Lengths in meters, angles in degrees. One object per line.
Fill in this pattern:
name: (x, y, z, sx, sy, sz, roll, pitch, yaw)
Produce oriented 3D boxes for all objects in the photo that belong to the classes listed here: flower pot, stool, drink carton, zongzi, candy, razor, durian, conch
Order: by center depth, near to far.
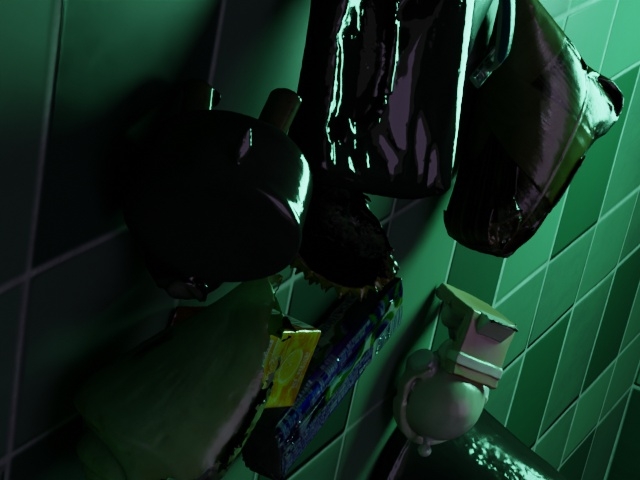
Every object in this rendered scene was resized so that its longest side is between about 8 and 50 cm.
stool: (-0.099, -0.045, 1.397, 0.153, 0.228, 0.139, 35, 48, -26)
conch: (-0.114, 0.146, 1.420, 0.251, 0.137, 0.143, -31, -172, 2)
drink carton: (-0.087, 0.123, 1.636, 0.223, 0.071, 0.096, 8, 104, -67)
durian: (0.001, 0.001, 1.664, 0.119, 0.186, 0.108, -16, 156, -16)
candy: (0.006, 0.153, 1.885, 0.312, 0.061, 0.088, -48, 149, -42)
razor: (0.217, -0.268, 1.898, 0.068, 0.037, 0.191, -51, 158, -33)
zongzi: (0.232, -0.161, 2.052, 0.289, 0.154, 0.317, -57, 136, -16)
flower pot: (0.241, 0.417, 2.417, 0.379, 0.251, 0.379, -47, 148, -42)

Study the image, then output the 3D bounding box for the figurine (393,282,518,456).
figurine: (0.180, 0.190, 2.247, 0.163, 0.141, 0.236, 19, 96, -39)

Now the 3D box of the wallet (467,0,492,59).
wallet: (0.223, -0.406, 1.883, 0.379, 0.046, 0.190, -63, 157, -11)

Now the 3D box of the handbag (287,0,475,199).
handbag: (0.061, -0.184, 1.593, 0.244, 0.088, 0.275, 6, 95, -53)
